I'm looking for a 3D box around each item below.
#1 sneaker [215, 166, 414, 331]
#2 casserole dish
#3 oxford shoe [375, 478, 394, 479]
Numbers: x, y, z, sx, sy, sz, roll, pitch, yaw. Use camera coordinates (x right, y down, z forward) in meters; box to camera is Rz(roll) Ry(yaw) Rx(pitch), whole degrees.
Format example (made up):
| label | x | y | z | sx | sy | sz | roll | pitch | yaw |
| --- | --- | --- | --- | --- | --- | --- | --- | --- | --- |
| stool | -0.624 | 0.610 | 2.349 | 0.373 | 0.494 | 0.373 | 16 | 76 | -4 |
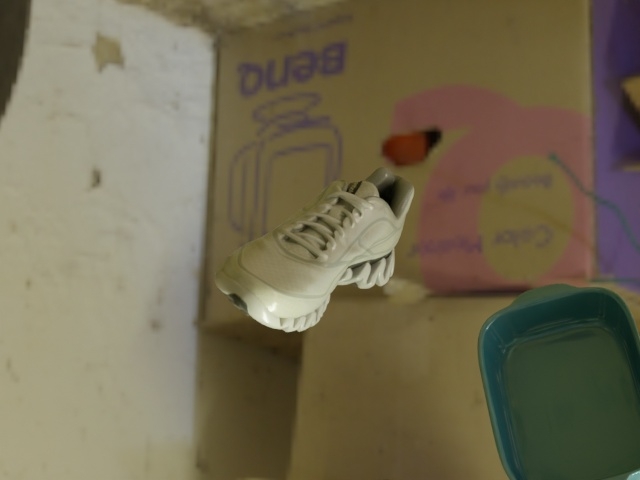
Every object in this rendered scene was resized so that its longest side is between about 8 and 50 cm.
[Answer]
| label | x | y | z | sx | sy | sz | roll | pitch | yaw |
| --- | --- | --- | --- | --- | --- | --- | --- | --- | --- |
| sneaker | 0.000 | 0.000 | 1.430 | 0.110 | 0.118 | 0.292 | 37 | -151 | 14 |
| casserole dish | 0.174 | 0.110 | 1.029 | 0.114 | 0.188 | 0.037 | -15 | 135 | 8 |
| oxford shoe | 0.147 | 0.222 | 0.699 | 0.130 | 0.348 | 0.123 | -37 | 159 | -43 |
